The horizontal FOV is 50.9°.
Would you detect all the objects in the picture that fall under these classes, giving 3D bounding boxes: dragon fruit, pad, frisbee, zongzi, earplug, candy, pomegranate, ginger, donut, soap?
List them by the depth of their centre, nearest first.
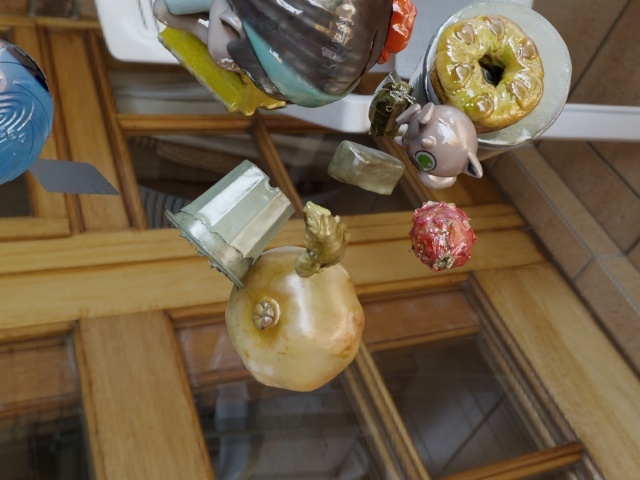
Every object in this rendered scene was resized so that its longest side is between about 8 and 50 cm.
[{"bbox_3d":[-0.492,-0.173,0.954,0.045,0.242,0.242,33,126,35],"label":"frisbee"},{"bbox_3d":[-0.456,-0.116,1.227,0.112,0.157,0.003,42,113,26],"label":"pad"},{"bbox_3d":[-0.126,-0.369,1.250,0.281,0.259,0.143,44,140,31],"label":"soap"},{"bbox_3d":[0.314,-0.314,1.277,0.114,0.226,0.227,130,131,-74],"label":"donut"},{"bbox_3d":[0.011,0.002,1.347,0.205,0.115,0.081,103,167,-52],"label":"ginger"},{"bbox_3d":[0.164,-0.339,1.462,0.187,0.084,0.184,115,169,-71],"label":"zongzi"},{"bbox_3d":[0.353,-0.338,1.564,0.394,0.312,0.313,155,110,-87],"label":"earplug"},{"bbox_3d":[0.125,-0.190,1.790,0.102,0.234,0.104,41,111,32],"label":"candy"},{"bbox_3d":[-0.075,0.209,1.878,0.411,0.411,0.412,20,112,62],"label":"pomegranate"},{"bbox_3d":[0.374,-0.003,2.057,0.268,0.210,0.205,-78,-12,-56],"label":"dragon fruit"}]

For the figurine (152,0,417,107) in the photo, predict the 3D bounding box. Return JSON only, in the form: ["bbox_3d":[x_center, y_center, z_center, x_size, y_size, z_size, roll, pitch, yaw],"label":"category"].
[{"bbox_3d":[-0.059,-0.183,0.446,0.245,0.138,0.110,32,144,7],"label":"figurine"}]

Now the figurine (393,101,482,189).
[{"bbox_3d":[0.185,-0.150,1.053,0.138,0.125,0.125,50,164,-22],"label":"figurine"}]

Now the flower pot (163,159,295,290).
[{"bbox_3d":[-0.213,-0.050,1.707,0.290,0.259,0.290,45,172,8],"label":"flower pot"}]
